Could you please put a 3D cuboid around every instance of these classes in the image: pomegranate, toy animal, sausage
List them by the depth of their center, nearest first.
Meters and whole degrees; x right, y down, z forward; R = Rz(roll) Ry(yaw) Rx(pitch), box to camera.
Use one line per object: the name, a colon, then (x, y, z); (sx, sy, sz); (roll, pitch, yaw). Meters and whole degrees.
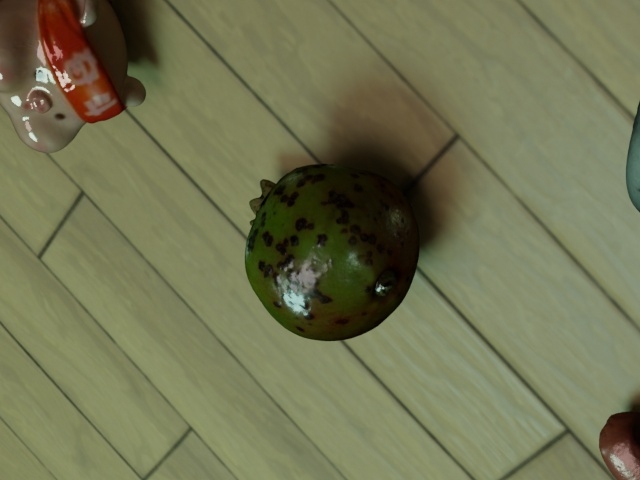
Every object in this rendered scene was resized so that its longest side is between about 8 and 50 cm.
sausage: (0.276, 0.189, 1.375); (0.094, 0.059, 0.054); (46, 143, 2)
pomegranate: (0.000, 0.000, 1.429); (0.205, 0.159, 0.159); (34, 140, 54)
toy animal: (-0.266, -0.178, 1.522); (0.198, 0.171, 0.171); (18, 127, 36)

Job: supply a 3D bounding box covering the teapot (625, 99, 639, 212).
teapot: (0.380, -0.107, 1.034); (0.285, 0.305, 0.223); (24, 167, 17)
